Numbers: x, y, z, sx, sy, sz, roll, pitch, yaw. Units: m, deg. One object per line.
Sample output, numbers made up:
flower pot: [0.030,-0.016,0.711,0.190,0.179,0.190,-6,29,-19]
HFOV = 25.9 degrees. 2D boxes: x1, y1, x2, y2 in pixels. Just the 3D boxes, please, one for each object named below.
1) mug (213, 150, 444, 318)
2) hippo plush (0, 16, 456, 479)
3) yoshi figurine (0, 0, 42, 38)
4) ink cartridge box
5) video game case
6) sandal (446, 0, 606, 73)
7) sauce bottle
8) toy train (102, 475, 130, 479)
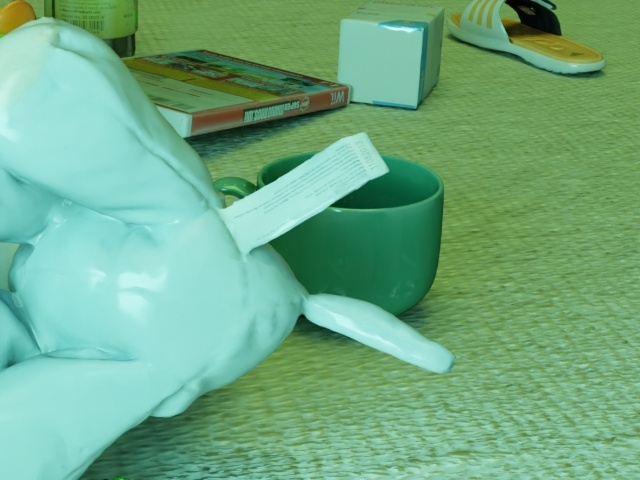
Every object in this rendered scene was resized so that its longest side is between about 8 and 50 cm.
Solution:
mug: [0.009,-0.001,0.986,0.157,0.097,0.129,19,27,37]
hippo plush: [-0.124,-0.001,0.771,0.294,0.234,0.236,-21,8,-7]
yoshi figurine: [-0.323,-0.040,1.025,0.362,0.204,0.203,-27,-8,-27]
ink cartridge box: [0.081,-0.210,1.542,0.092,0.090,0.143,8,21,14]
video game case: [-0.128,-0.155,1.420,0.204,0.025,0.285,18,20,29]
sandal: [0.264,-0.272,1.741,0.102,0.076,0.265,-11,25,-31]
sauce bottle: [-0.259,-0.374,1.580,0.111,0.344,0.111,4,22,-2]
toy train: [-0.126,0.143,0.712,0.023,0.017,0.083,2,18,29]
